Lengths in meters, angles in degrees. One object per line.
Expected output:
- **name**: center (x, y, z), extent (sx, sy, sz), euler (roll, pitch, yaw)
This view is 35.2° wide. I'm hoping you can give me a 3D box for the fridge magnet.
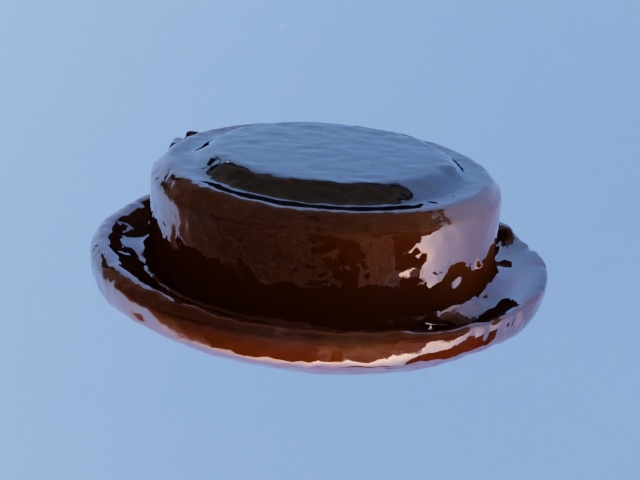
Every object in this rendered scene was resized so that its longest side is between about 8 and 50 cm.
- **fridge magnet**: center (0.000, 0.000, 0.809), extent (0.363, 0.363, 0.155), euler (13, -69, 22)
